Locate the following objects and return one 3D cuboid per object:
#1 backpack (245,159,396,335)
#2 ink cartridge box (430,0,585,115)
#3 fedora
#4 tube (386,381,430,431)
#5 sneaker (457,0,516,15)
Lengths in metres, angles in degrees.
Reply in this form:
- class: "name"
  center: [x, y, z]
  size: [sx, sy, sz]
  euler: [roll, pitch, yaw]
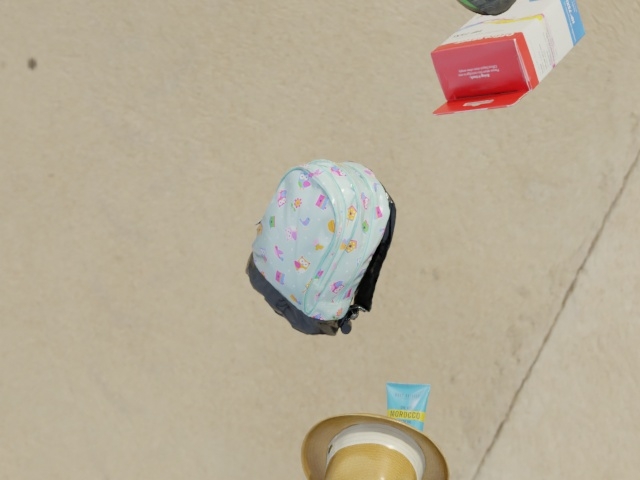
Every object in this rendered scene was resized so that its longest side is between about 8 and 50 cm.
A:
- class: "backpack"
  center: [0.000, 0.000, 1.029]
  size: [0.152, 0.115, 0.182]
  euler: [42, 119, 26]
- class: "ink cartridge box"
  center: [0.246, -0.257, 1.276]
  size: [0.134, 0.231, 0.078]
  euler: [-1, 122, 42]
- class: "fedora"
  center: [0.057, 0.288, 1.108]
  size: [0.194, 0.079, 0.194]
  euler: [8, 128, 11]
- class: "tube"
  center: [0.147, 0.354, 1.656]
  size: [0.080, 0.052, 0.207]
  euler: [3, 72, 12]
- class: "sneaker"
  center: [0.129, -0.404, 1.113]
  size: [0.134, 0.146, 0.344]
  euler: [-29, 76, -6]
